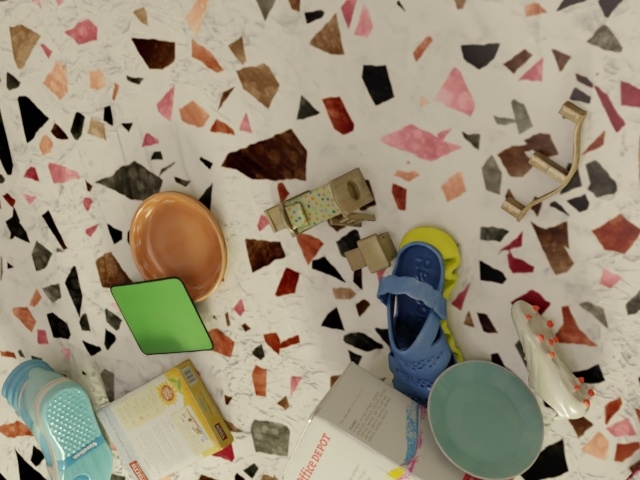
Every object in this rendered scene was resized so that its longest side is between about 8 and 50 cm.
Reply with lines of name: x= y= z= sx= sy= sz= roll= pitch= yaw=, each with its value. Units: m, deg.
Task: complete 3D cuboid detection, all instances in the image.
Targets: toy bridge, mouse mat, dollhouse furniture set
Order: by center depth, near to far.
toy bridge: x=0.325 y=-0.101 z=1.551 sx=0.063 sy=0.026 sz=0.188 roll=35 pitch=120 yaw=14
dollhouse furniture set: x=0.000 y=0.000 z=1.721 sx=0.181 sy=0.101 sz=0.161 roll=-23 pitch=93 yaw=33
mouse mat: x=-0.283 y=0.137 z=1.951 sx=0.189 sy=0.007 sz=0.153 roll=-9 pitch=114 yaw=37

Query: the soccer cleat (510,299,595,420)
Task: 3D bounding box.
soccer cleat: x=0.326 y=0.181 z=1.619 sx=0.076 sy=0.068 sz=0.196 roll=-31 pitch=92 yaw=36

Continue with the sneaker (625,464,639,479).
sneaker: x=0.494 y=0.346 z=1.576 sx=0.075 sy=0.063 sz=0.170 roll=48 pitch=117 yaw=15

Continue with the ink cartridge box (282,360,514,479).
ink cartridge box: x=0.118 y=0.360 z=1.697 sx=0.306 sy=0.131 sz=0.226 roll=33 pitch=140 yaw=9

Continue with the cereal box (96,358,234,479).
cereal box: x=-0.290 y=0.342 z=2.025 sx=0.240 sy=0.047 sz=0.173 roll=-30 pitch=89 yaw=34

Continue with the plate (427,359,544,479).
plate: x=0.244 y=0.269 z=1.635 sx=0.188 sy=0.188 sz=0.024 roll=45 pitch=147 yaw=10

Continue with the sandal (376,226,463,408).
sandal: x=0.143 y=0.146 z=1.669 sx=0.126 sy=0.138 sz=0.318 roll=1 pitch=109 yaw=28

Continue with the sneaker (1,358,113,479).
sneaker: x=-0.516 y=0.362 z=2.130 sx=0.208 sy=0.127 sz=0.319 roll=29 pitch=133 yaw=40

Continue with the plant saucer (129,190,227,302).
plant saucer: x=-0.241 y=0.009 z=1.898 sx=0.199 sy=0.037 sz=0.200 roll=10 pitch=111 yaw=27
